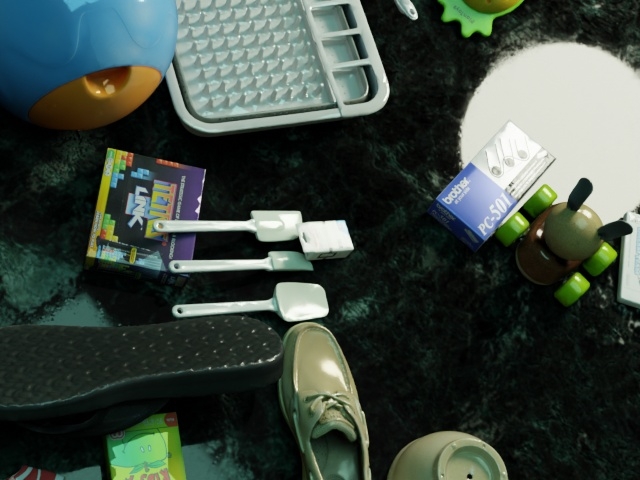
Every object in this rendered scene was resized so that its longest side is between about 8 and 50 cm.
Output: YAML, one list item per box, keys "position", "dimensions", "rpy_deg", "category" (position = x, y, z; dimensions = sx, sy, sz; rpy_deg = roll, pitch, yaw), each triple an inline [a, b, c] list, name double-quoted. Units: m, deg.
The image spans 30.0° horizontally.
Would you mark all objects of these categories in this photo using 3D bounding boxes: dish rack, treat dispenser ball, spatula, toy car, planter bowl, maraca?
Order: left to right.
- position: [-0.334, -0.289, 1.586]
  dimensions: [0.288, 0.288, 0.288]
  rpy_deg: [7, 63, -14]
  category: "treat dispenser ball"
- position: [-0.106, 0.036, 1.624]
  dimensions: [0.242, 0.019, 0.168]
  rpy_deg: [-2, 70, -36]
  category: "spatula"
- position: [-0.086, -0.282, 1.786]
  dimensions: [0.332, 0.072, 0.286]
  rpy_deg: [-9, 69, -21]
  category: "dish rack"
- position: [0.178, 0.317, 1.554]
  dimensions: [0.162, 0.109, 0.162]
  rpy_deg: [7, 63, -13]
  category: "planter bowl"
- position: [0.272, -0.417, 1.953]
  dimensions: [0.127, 0.099, 0.186]
  rpy_deg: [37, 86, 5]
  category: "maraca"
- position: [0.372, -0.021, 1.730]
  dimensions: [0.155, 0.188, 0.149]
  rpy_deg: [45, 61, 5]
  category: "toy car"

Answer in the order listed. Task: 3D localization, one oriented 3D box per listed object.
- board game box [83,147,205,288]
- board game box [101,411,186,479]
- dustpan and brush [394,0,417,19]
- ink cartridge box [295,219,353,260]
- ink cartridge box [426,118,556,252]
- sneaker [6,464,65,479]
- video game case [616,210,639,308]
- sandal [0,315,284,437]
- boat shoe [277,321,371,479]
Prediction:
- position: [-0.238, -0.030, 1.628]
  dimensions: [0.141, 0.048, 0.170]
  rpy_deg: [11, 62, -11]
  category: "board game box"
- position: [-0.212, 0.308, 1.473]
  dimensions: [0.092, 0.043, 0.181]
  rpy_deg: [-4, 66, -19]
  category: "board game box"
- position: [0.092, -0.424, 1.916]
  dimensions: [0.147, 0.060, 0.211]
  rpy_deg: [-21, 73, -25]
  category: "dustpan and brush"
- position: [0.000, 0.000, 1.690]
  dimensions: [0.083, 0.028, 0.048]
  rpy_deg: [-3, 65, -32]
  category: "ink cartridge box"
- position: [0.261, -0.084, 1.812]
  dimensions: [0.097, 0.046, 0.207]
  rpy_deg: [41, 60, 6]
  category: "ink cartridge box"
- position: [-0.355, 0.324, 1.422]
  dimensions: [0.067, 0.042, 0.118]
  rpy_deg: [24, 53, -10]
  category: "sneaker"
- position: [0.530, 0.044, 1.849]
  dimensions: [0.143, 0.019, 0.157]
  rpy_deg: [17, 61, -9]
  category: "video game case"
- position: [-0.260, 0.181, 1.464]
  dimensions: [0.445, 0.107, 0.167]
  rpy_deg: [-2, 27, -18]
  category: "sandal"
- position: [0.013, 0.240, 1.545]
  dimensions: [0.109, 0.098, 0.302]
  rpy_deg: [0, 65, -17]
  category: "boat shoe"
